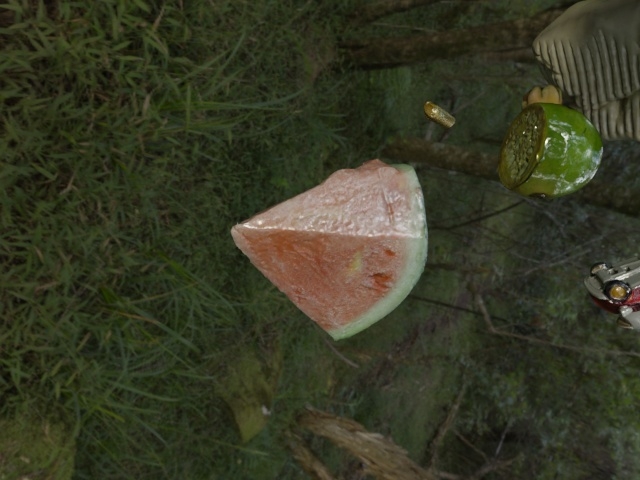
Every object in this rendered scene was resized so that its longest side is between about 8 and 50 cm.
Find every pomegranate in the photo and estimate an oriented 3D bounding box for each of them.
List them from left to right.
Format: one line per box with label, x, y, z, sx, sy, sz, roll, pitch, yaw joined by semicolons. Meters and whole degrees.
pomegranate;0.461;-0.186;1.065;0.240;0.159;0.189;-93;-164;-52

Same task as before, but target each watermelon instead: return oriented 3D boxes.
watermelon;0.034;0.025;0.815;0.293;0.283;0.250;-31;89;-31

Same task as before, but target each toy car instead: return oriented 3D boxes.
toy car;0.502;0.084;0.829;0.112;0.139;0.112;62;20;-7

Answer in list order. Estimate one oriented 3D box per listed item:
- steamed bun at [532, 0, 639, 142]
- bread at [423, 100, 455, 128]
steamed bun;0.639;-0.374;1.053;0.255;0.368;0.342;-49;129;-16
bread;0.255;-0.269;1.144;0.088;0.049;0.033;14;126;-43
